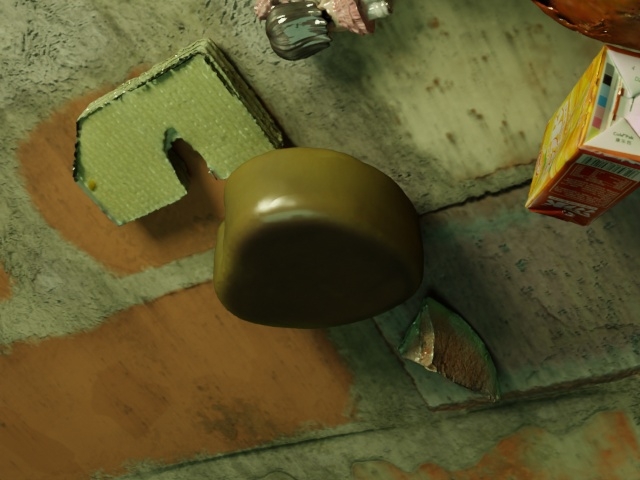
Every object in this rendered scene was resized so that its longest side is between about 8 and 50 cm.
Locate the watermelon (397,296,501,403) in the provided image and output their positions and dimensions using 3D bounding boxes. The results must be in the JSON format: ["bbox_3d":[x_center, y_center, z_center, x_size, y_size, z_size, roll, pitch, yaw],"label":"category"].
[{"bbox_3d":[0.152,0.146,1.212,0.155,0.080,0.101,26,142,-27],"label":"watermelon"}]

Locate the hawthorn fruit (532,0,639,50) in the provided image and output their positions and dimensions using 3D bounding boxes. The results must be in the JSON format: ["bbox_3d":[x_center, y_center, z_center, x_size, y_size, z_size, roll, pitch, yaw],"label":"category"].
[{"bbox_3d":[0.297,-0.230,0.764,0.299,0.211,0.211,22,131,-3],"label":"hawthorn fruit"}]

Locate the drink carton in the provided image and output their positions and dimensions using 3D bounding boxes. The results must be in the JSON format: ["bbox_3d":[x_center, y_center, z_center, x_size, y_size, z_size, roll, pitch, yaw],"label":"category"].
[{"bbox_3d":[0.244,-0.085,0.894,0.071,0.096,0.223,16,170,4],"label":"drink carton"}]

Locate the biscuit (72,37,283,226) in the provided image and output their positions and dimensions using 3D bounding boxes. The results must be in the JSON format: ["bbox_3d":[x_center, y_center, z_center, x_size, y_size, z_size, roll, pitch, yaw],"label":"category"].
[{"bbox_3d":[-0.171,-0.110,1.100,0.250,0.046,0.147,-23,121,30],"label":"biscuit"}]

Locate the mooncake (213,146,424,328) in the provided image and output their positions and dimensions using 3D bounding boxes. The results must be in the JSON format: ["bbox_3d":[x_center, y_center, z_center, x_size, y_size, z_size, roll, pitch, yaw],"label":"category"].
[{"bbox_3d":[0.000,0.000,1.086,0.234,0.117,0.235,-2,142,-2],"label":"mooncake"}]

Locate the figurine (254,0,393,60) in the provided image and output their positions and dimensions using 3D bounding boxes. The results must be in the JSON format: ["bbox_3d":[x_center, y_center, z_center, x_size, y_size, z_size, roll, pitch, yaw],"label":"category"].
[{"bbox_3d":[0.003,-0.216,0.960,0.129,0.054,0.072,-15,119,23],"label":"figurine"}]
